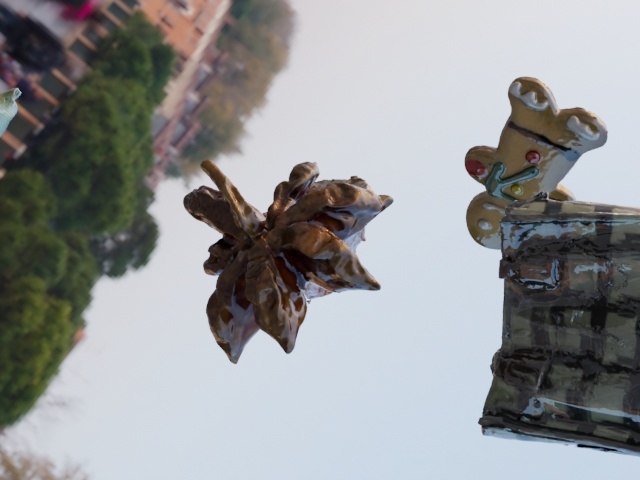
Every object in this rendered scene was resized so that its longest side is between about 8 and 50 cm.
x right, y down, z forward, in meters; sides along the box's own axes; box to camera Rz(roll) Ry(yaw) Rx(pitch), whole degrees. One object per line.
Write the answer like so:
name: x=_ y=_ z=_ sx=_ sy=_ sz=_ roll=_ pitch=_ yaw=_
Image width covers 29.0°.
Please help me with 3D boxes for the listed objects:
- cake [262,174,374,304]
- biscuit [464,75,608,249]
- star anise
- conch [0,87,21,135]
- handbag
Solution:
cake: x=0.006 y=-0.003 z=1.394 sx=0.098 sy=0.135 sz=0.287 roll=-25 pitch=-177 yaw=-12
biscuit: x=0.325 y=-0.103 z=1.972 sx=0.301 sy=0.197 sz=0.049 roll=-63 pitch=175 yaw=35
star anise: x=-0.041 y=0.010 z=1.085 sx=0.111 sy=0.212 sz=0.196 roll=37 pitch=59 yaw=-65
conch: x=-0.514 y=-0.172 z=1.783 sx=0.180 sy=0.088 sz=0.065 roll=-18 pitch=160 yaw=-5
handbag: x=0.378 y=0.110 z=1.557 sx=0.162 sy=0.327 sz=0.325 roll=-15 pitch=111 yaw=-73
